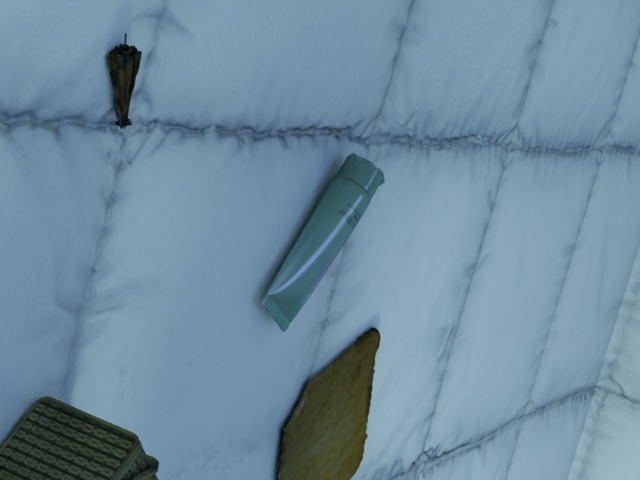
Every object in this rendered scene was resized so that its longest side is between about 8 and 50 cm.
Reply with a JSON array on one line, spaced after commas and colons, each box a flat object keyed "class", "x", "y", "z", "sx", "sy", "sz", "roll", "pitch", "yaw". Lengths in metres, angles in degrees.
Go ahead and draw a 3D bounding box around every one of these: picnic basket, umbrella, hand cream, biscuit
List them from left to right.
[{"class": "picnic basket", "x": -0.220, "y": 0.221, "z": 1.210, "sx": 0.164, "sy": 0.115, "sz": 0.079, "roll": -56, "pitch": 150, "yaw": -29}, {"class": "umbrella", "x": -0.161, "y": -0.129, "z": 1.194, "sx": 0.031, "sy": 0.020, "sz": 0.083, "roll": -36, "pitch": 144, "yaw": -50}, {"class": "hand cream", "x": 0.000, "y": 0.000, "z": 1.592, "sx": 0.205, "sy": 0.050, "sz": 0.078, "roll": -59, "pitch": 153, "yaw": -15}, {"class": "biscuit", "x": 0.007, "y": 0.247, "z": 1.828, "sx": 0.237, "sy": 0.013, "sz": 0.232, "roll": -35, "pitch": 138, "yaw": -53}]
